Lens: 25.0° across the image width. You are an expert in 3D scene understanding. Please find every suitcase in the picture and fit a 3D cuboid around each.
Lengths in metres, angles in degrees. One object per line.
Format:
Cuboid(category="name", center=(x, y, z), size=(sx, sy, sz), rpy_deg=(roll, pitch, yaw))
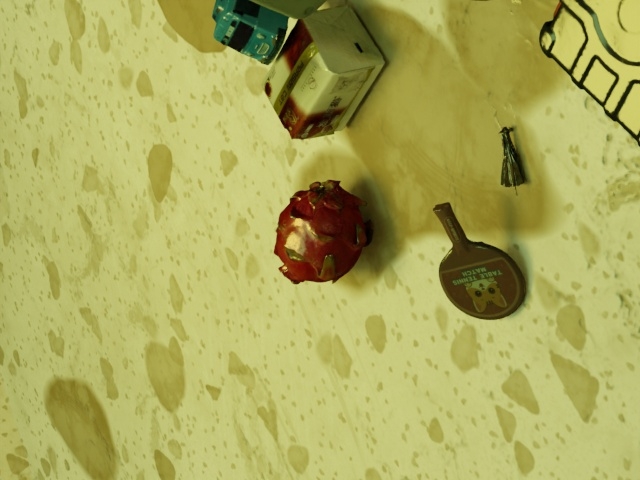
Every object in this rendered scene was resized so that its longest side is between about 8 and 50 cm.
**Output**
Cuboid(category="suitcase", center=(0.342, -0.249, 1.438), size=(0.206, 0.066, 0.285), rpy_deg=(52, 140, 30))

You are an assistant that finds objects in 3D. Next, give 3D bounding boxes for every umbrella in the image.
Cuboid(category="umbrella", center=(0.224, -0.094, 1.710), size=(0.020, 0.031, 0.083), rpy_deg=(-116, 17, -82))

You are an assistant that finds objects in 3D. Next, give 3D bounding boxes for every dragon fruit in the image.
Cuboid(category="dragon fruit", center=(0.000, 0.000, 1.970), size=(0.166, 0.136, 0.133), rpy_deg=(-57, 44, 31))

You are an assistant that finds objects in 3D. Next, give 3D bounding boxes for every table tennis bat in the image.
Cuboid(category="table tennis bat", center=(0.202, 0.001, 1.799), size=(0.108, 0.119, 0.170), rpy_deg=(-17, 114, 32))

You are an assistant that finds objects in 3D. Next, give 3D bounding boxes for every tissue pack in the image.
Cuboid(category="tissue pack", center=(0.000, -0.220, 1.913), size=(0.106, 0.099, 0.148), rpy_deg=(60, 144, 21))

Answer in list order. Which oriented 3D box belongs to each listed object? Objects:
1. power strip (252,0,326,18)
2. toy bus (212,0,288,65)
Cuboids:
Cuboid(category="power strip", center=(0.011, -0.379, 1.710), size=(0.261, 0.229, 0.141), rpy_deg=(-43, 69, 17))
Cuboid(category="toy bus", center=(-0.077, -0.335, 1.900), size=(0.090, 0.106, 0.184), rpy_deg=(137, 148, -63))
